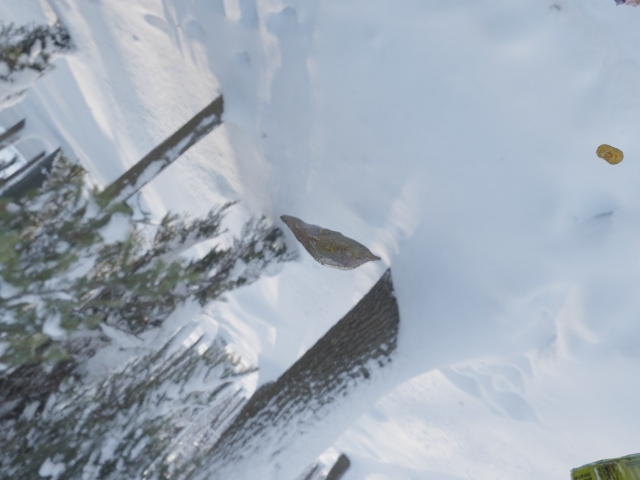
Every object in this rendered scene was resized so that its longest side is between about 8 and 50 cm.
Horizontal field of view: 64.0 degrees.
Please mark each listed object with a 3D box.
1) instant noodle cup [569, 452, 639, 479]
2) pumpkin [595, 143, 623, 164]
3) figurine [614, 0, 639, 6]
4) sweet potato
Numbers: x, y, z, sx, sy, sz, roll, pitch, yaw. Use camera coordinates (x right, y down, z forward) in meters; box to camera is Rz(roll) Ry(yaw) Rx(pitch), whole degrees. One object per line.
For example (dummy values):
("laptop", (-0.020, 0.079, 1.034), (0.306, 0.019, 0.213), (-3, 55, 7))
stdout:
("instant noodle cup", (0.827, 0.716, 1.345), (0.325, 0.326, 0.254), (75, -175, -56))
("pumpkin", (0.908, -0.271, 1.602), (0.083, 0.028, 0.050), (43, 125, 27))
("figurine", (0.683, -0.556, 1.080), (0.157, 0.126, 0.114), (-3, 120, 24))
("sweet potato", (-0.003, 0.004, 0.880), (0.226, 0.068, 0.068), (25, 154, 35))
